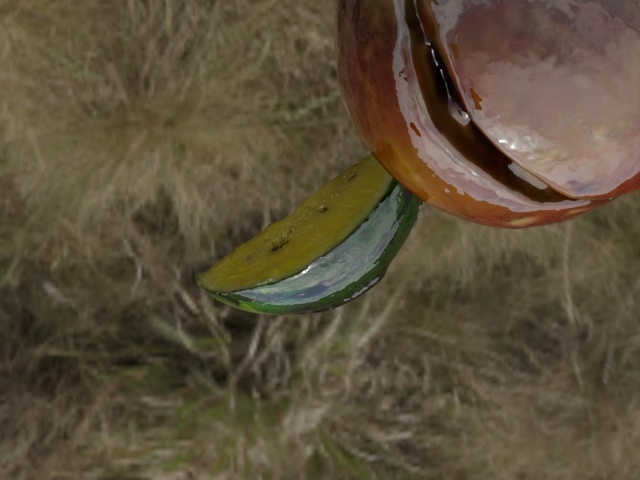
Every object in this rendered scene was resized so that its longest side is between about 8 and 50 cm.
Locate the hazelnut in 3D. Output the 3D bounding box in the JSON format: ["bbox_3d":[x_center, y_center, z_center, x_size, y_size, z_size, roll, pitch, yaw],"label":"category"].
[{"bbox_3d":[0.183,-0.221,1.376,0.402,0.429,0.402,9,162,3],"label":"hazelnut"}]

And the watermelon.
[{"bbox_3d":[0.000,0.000,1.539,0.301,0.129,0.123,-36,151,13],"label":"watermelon"}]
